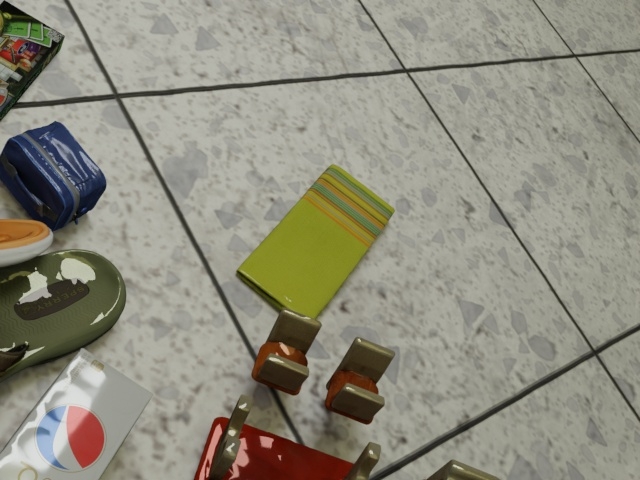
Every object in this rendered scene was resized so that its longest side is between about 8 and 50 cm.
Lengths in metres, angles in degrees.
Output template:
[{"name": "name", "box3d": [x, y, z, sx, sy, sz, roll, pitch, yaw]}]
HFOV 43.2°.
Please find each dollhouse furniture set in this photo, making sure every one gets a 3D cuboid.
[{"name": "dollhouse furniture set", "box3d": [0.015, 0.234, 0.725, 0.259, 0.135, 0.262, 22, 47, -5]}]

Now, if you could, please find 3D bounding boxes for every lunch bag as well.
[{"name": "lunch bag", "box3d": [-0.257, -0.056, 0.766, 0.098, 0.067, 0.065, 49, 45, 5]}]

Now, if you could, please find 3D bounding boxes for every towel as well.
[{"name": "towel", "box3d": [0.000, 0.000, 0.942, 0.102, 0.021, 0.237, 37, 45, 2]}]

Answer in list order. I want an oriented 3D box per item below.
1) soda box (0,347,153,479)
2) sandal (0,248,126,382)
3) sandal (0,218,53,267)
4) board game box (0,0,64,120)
[{"name": "soda box", "box3d": [-0.217, 0.189, 0.609, 0.074, 0.069, 0.216, 36, 44, -7]}, {"name": "sandal", "box3d": [-0.280, 0.070, 0.640, 0.120, 0.086, 0.303, 49, 44, 6]}, {"name": "sandal", "box3d": [-0.346, -0.025, 0.646, 0.265, 0.076, 0.102, 1, 14, -34]}, {"name": "board game box", "box3d": [-0.371, -0.162, 0.795, 0.136, 0.030, 0.260, 28, 46, -12]}]
